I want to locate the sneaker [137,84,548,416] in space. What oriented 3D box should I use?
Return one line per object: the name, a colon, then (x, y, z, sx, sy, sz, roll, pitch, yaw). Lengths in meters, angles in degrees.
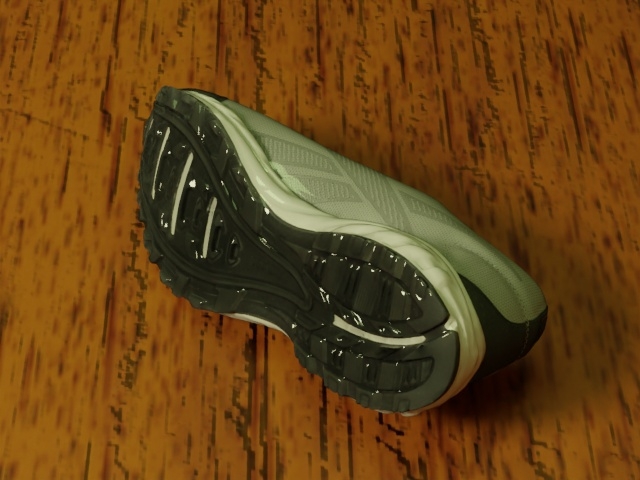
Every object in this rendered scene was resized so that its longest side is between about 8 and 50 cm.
sneaker: (0.000, 0.001, 0.906, 0.108, 0.100, 0.271, -9, 33, -43)
